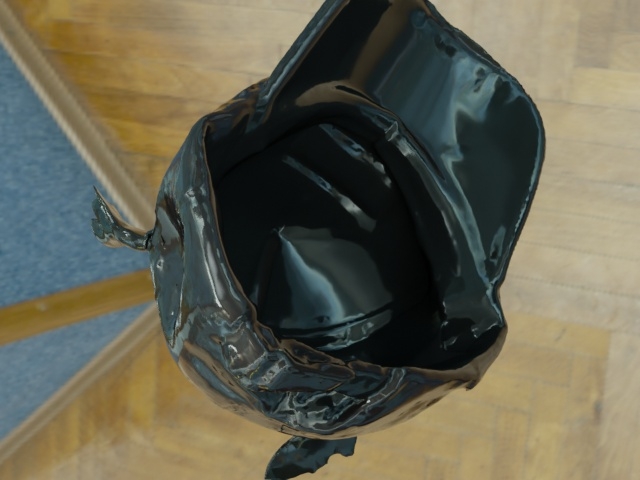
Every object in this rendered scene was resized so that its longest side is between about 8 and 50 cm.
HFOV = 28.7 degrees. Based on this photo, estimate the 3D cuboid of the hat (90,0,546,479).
[{"bbox_3d":[-0.007,-0.008,0.793,0.238,0.336,0.209,40,140,-19],"label":"hat"}]
